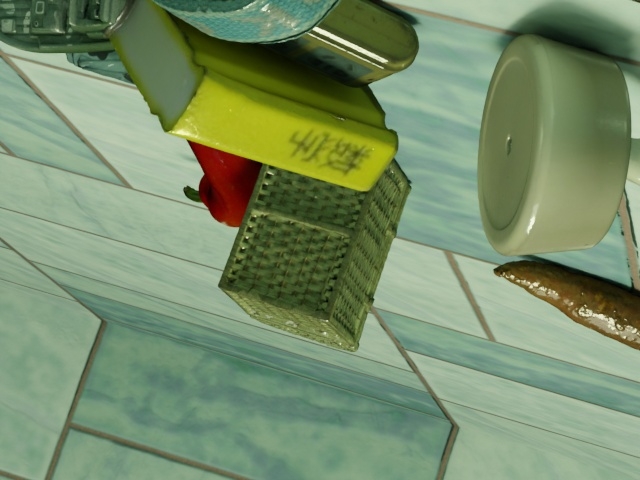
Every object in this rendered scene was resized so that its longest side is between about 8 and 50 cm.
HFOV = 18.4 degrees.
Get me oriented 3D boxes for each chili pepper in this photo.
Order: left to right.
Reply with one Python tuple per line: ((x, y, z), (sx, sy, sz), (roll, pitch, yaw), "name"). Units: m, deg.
((-0.103, -0.089, 2.159), (0.137, 0.092, 0.368), (36, 164, 12), "chili pepper")

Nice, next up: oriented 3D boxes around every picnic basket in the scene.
((0.000, 0.000, 2.085), (0.134, 0.196, 0.154), (15, 168, 17), "picnic basket")

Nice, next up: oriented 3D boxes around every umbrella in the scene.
((-0.131, -0.162, 1.901), (0.250, 0.052, 0.053), (17, -174, 16), "umbrella")

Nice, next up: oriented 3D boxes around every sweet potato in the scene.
((0.345, 0.086, 2.264), (0.314, 0.066, 0.072), (23, 161, -8), "sweet potato")

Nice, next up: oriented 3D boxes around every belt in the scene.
((-0.053, -0.208, 1.375), (0.163, 0.147, 0.082), (45, -172, 35), "belt")

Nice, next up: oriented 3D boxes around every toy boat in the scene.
((-0.226, -0.208, 1.779), (0.260, 0.078, 0.085), (6, 180, 44), "toy boat")

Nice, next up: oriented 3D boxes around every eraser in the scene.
((-0.053, -0.127, 1.663), (0.226, 0.069, 0.158), (14, -153, -38), "eraser")

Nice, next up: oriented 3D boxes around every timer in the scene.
((0.274, -0.065, 1.567), (0.266, 0.175, 0.175), (5, 171, -12), "timer")

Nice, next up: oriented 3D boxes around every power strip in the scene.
((-0.101, -0.217, 1.583), (0.387, 0.066, 0.092), (24, 165, -21), "power strip")

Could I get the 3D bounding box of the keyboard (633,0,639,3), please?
((0.193, -0.190, 1.377), (0.129, 0.015, 0.049), (17, 163, 8), "keyboard")
